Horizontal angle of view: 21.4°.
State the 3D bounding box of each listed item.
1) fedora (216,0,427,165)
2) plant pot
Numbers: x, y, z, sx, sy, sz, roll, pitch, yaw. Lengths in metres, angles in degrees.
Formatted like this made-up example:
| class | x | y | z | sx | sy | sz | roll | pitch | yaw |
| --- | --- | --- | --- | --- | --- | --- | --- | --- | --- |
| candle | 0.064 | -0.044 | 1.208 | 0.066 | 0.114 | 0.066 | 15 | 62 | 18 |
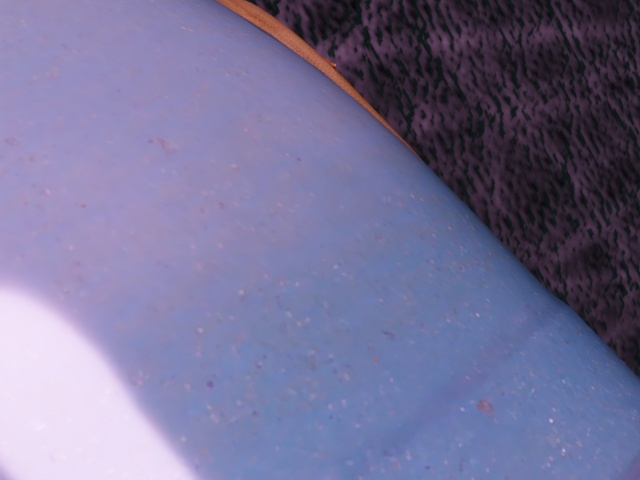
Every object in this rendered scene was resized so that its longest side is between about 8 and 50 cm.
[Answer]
| class | x | y | z | sx | sy | sz | roll | pitch | yaw |
| --- | --- | --- | --- | --- | --- | --- | --- | --- | --- |
| fedora | 0.000 | 0.000 | 0.620 | 0.079 | 0.194 | 0.194 | -42 | 105 | -3 |
| plant pot | -0.085 | 0.036 | 0.448 | 0.255 | 0.271 | 0.271 | 51 | 47 | 6 |
